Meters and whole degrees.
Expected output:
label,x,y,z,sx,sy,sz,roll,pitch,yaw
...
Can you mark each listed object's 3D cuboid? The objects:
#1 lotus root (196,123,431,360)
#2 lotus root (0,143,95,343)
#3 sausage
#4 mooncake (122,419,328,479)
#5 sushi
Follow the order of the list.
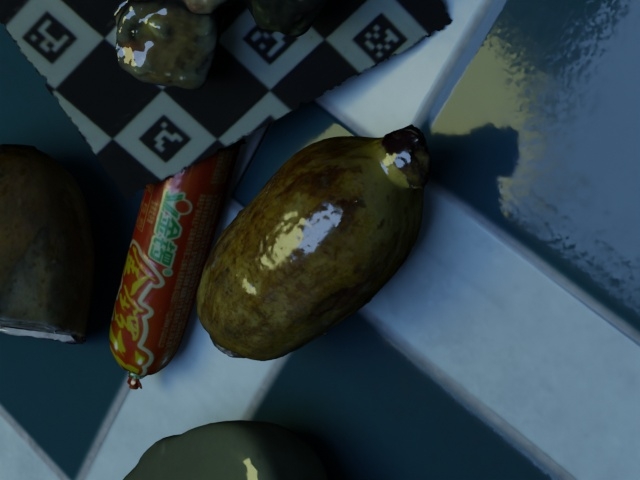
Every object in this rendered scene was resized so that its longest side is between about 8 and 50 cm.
label,x,y,z,sx,sy,sz,roll,pitch,yaw
lotus root,0.000,0.000,0.909,0.128,0.145,0.260,41,121,-3
lotus root,-0.339,-0.001,1.080,0.272,0.272,0.192,6,89,32
sausage,-0.140,0.020,1.044,0.083,0.083,0.264,26,110,27
mooncake,-0.077,0.290,0.983,0.275,0.135,0.275,-7,79,38
sushi,-0.108,-0.213,0.848,0.320,0.069,0.339,-25,117,13
